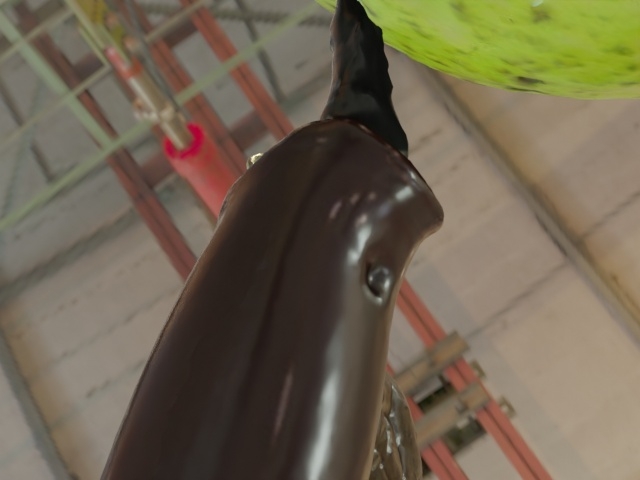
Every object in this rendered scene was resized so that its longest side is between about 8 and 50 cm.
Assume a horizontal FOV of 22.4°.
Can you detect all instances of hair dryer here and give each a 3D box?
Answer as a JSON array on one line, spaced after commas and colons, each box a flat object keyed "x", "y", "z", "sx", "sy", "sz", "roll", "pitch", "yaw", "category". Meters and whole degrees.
[{"x": -0.067, "y": 0.085, "z": 0.368, "sx": 0.312, "sy": 0.123, "sz": 0.340, "roll": -2, "pitch": -122, "yaw": 31, "category": "hair dryer"}]

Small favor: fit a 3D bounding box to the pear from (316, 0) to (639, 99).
[{"x": 0.109, "y": -0.225, "z": 0.524, "sx": 0.391, "sy": 0.391, "sz": 0.391, "roll": -10, "pitch": -123, "yaw": 17, "category": "pear"}]

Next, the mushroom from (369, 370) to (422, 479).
[{"x": 0.002, "y": 0.161, "z": 1.113, "sx": 0.138, "sy": 0.231, "sz": 0.194, "roll": -27, "pitch": -106, "yaw": 22, "category": "mushroom"}]

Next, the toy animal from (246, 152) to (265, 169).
[{"x": 0.000, "y": 0.000, "z": 1.061, "sx": 0.103, "sy": 0.101, "sz": 0.219, "roll": -1, "pitch": -154, "yaw": 3, "category": "toy animal"}]
